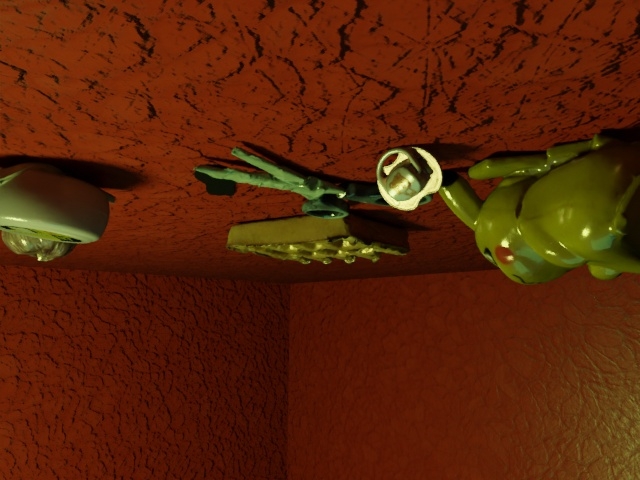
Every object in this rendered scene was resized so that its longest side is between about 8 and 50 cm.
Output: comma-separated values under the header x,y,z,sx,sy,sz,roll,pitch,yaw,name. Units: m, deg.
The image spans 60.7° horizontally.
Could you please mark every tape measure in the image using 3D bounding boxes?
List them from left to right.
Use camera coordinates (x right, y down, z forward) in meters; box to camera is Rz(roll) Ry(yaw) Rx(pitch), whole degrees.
x,y,z,sx,sy,sz,roll,pitch,yaw,name
-0.413,-0.057,0.832,0.178,0.105,0.196,9,169,-9,tape measure

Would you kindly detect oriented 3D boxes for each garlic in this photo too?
x,y,z,sx,sy,sz,roll,pitch,yaw,name
-0.589,-0.007,1.153,0.147,0.102,0.159,8,169,-34,garlic

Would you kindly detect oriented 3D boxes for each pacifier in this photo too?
x,y,z,sx,sy,sz,roll,pitch,yaw,name
0.120,-0.090,0.719,0.078,0.081,0.099,-37,178,-44,pacifier

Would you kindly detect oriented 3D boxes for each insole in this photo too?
x,y,z,sx,sy,sz,roll,pitch,yaw,name
-0.164,-0.092,0.872,0.064,0.004,0.188,2,172,-6,insole

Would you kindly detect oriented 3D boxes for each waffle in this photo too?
x,y,z,sx,sy,sz,roll,pitch,yaw,name
0.000,0.001,1.259,0.348,0.077,0.304,-5,169,34,waffle

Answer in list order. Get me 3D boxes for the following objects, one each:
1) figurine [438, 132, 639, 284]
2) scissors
x,y,z,sx,sy,sz,roll,pitch,yaw,name
0.301,-0.034,0.707,0.218,0.169,0.327,21,162,-21,figurine
-0.015,-0.084,0.845,0.256,0.029,0.383,-7,168,39,scissors
